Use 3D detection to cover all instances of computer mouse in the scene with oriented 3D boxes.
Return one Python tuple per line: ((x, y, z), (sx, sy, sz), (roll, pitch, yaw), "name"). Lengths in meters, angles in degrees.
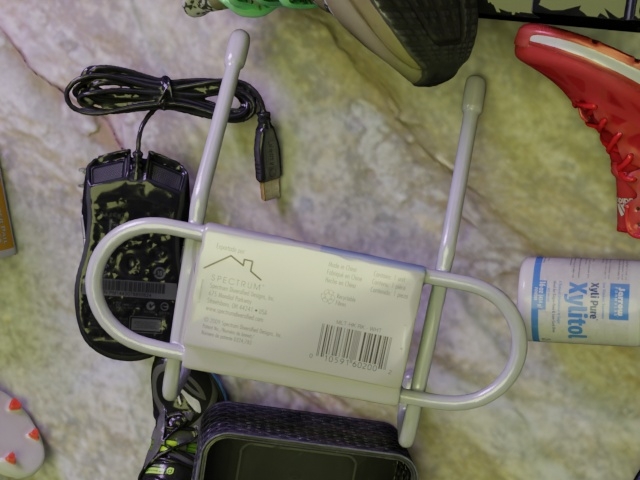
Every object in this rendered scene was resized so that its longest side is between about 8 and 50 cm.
((-0.127, -0.026, 1.040), (0.184, 0.060, 0.261), (-2, 101, -6), "computer mouse")

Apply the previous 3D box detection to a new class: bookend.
((0.169, -0.202, 0.879), (0.157, 0.156, 0.072), (8, 99, 16), "bookend")

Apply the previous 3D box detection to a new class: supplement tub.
((0.215, 0.049, 0.939), (0.107, 0.071, 0.071), (1, 97, 17), "supplement tub")

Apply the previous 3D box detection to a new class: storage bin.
((-0.019, 0.215, 0.989), (0.180, 0.084, 0.122), (9, 100, -6), "storage bin")

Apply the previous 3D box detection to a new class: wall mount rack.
((0.000, 0.000, 0.953), (0.350, 0.130, 0.304), (11, 103, 1), "wall mount rack")

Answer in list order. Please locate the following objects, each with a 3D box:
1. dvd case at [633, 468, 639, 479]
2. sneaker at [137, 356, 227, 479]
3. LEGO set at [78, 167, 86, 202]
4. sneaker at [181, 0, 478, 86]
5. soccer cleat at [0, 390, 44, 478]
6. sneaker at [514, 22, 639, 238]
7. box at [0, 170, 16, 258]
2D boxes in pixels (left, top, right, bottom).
((0.291, 0.327, 0.972), (0.179, 0.029, 0.238), (30, 104, 11), "dvd case")
((-0.124, 0.190, 1.049), (0.067, 0.078, 0.188), (0, 95, 20), "sneaker")
((-0.195, -0.038, 1.072), (0.083, 0.023, 0.054), (27, 103, 12), "LEGO set")
((-0.035, -0.235, 0.932), (0.410, 0.158, 0.182), (51, 130, 28), "sneaker")
((-0.348, 0.164, 1.126), (0.196, 0.068, 0.076), (38, 134, 2), "soccer cleat")
((0.232, -0.073, 0.902), (0.221, 0.087, 0.128), (26, 104, 3), "sneaker")
((-0.405, -0.020, 1.093), (0.203, 0.103, 0.114), (-8, 95, 17), "box")
